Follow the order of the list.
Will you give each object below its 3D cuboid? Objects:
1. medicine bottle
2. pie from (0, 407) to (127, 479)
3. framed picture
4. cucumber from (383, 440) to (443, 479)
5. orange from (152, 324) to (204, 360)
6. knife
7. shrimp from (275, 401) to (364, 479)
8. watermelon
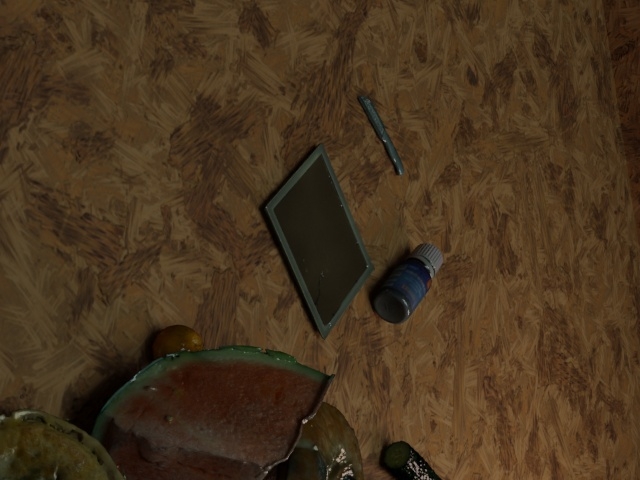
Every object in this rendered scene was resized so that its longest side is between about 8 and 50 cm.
[{"bbox_3d":[0.181,0.083,2.298,0.203,0.083,0.083,-49,126,-48],"label":"medicine bottle"},{"bbox_3d":[-0.357,0.320,1.380,0.274,0.055,0.274,18,39,-16],"label":"pie"},{"bbox_3d":[0.000,0.000,2.099,0.231,0.018,0.293,-51,127,-45],"label":"framed picture"},{"bbox_3d":[0.216,0.501,2.318,0.293,0.067,0.068,51,47,-42],"label":"cucumber"},{"bbox_3d":[-0.216,0.169,1.719,0.083,0.070,0.083,48,34,-49],"label":"orange"},{"bbox_3d":[0.127,-0.215,2.311,0.028,0.015,0.210,-56,130,-35],"label":"knife"},{"bbox_3d":[-0.002,0.467,1.924,0.272,0.085,0.445,60,26,-22],"label":"shrimp"},{"bbox_3d":[-0.188,0.258,1.627,0.222,0.319,0.292,52,26,-13],"label":"watermelon"}]
